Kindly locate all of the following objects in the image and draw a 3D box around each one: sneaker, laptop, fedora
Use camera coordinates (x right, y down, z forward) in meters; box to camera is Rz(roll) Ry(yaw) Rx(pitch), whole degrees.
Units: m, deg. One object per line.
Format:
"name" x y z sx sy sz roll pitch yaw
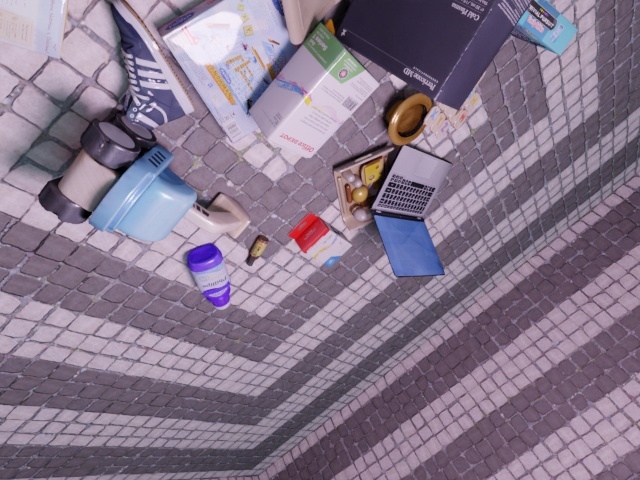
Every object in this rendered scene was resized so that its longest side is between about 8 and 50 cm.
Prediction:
"sneaker" -0.412 -0.372 0.906 0.153 0.099 0.282 -32 143 -6
"laptop" 0.395 -0.098 1.527 0.382 0.236 0.407 3 119 -47
"fedora" 0.281 -0.410 1.342 0.194 0.079 0.194 -27 141 -25

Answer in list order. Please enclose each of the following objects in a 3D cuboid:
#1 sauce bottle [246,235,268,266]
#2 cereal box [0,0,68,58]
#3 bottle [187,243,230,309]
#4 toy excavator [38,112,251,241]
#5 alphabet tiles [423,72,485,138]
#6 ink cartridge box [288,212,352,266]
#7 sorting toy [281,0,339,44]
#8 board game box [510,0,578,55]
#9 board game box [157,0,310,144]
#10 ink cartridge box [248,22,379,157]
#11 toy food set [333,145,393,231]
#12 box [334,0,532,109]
"sauce bottle" -0.233 0.041 1.478 0.042 0.042 0.128 11 121 -40
"cereal box" -0.601 -0.459 0.734 0.240 0.047 0.173 6 126 -38
"bottle" -0.382 0.141 1.438 0.118 0.092 0.282 -21 138 -17
"toy excavator" -0.394 -0.100 1.065 0.445 0.433 0.222 40 103 -20
"alphabet tiles" 0.463 -0.489 1.376 0.284 0.021 0.277 17 109 -55
"ink cartridge box" 0.000 0.000 1.564 0.134 0.078 0.231 -45 138 13
"sorting toy" -0.028 -0.573 0.906 0.196 0.047 0.347 -53 157 -21
"board game box" 0.519 -0.652 1.128 0.336 0.253 0.079 5 126 -37
"board game box" -0.171 -0.451 1.011 0.318 0.066 0.318 -32 140 -3
"ink cartridge box" -0.016 -0.365 1.038 0.278 0.117 0.201 -43 157 21
"toy food set" 0.179 -0.185 1.489 0.220 0.092 0.306 -25 140 -10
"box" 0.264 -0.545 0.973 0.179 0.343 0.312 -10 138 -53
